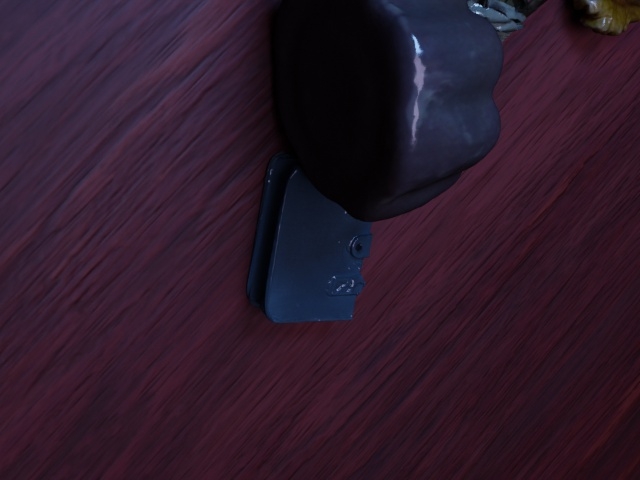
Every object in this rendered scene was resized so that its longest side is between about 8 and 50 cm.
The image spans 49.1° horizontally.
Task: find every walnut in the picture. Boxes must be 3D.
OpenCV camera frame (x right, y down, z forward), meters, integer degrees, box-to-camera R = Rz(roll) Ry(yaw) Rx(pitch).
[{"bbox_3d":[0.457,-0.395,1.092,0.170,0.069,0.142,-18,116,-27],"label":"walnut"}]

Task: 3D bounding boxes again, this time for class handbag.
[{"bbox_3d":[0.000,0.000,0.970,0.179,0.062,0.229,3,107,-33],"label":"handbag"}]

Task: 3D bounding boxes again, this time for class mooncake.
[{"bbox_3d":[0.069,-0.181,0.798,0.154,0.306,0.305,-17,117,-27],"label":"mooncake"}]

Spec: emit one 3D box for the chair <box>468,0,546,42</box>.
[{"bbox_3d":[0.193,-0.334,0.920,0.160,0.319,0.186,1,64,-34],"label":"chair"}]
